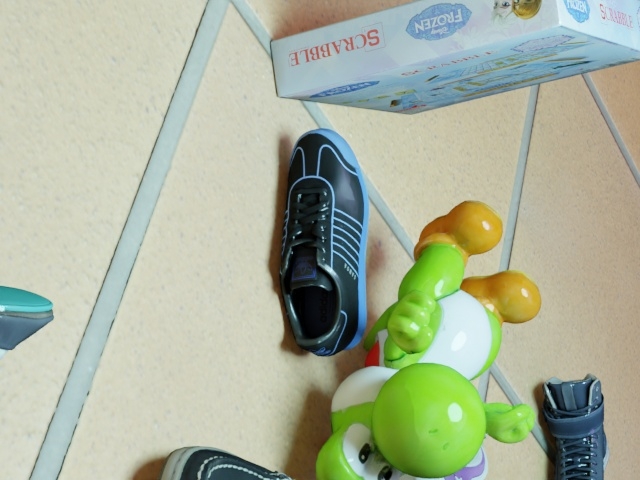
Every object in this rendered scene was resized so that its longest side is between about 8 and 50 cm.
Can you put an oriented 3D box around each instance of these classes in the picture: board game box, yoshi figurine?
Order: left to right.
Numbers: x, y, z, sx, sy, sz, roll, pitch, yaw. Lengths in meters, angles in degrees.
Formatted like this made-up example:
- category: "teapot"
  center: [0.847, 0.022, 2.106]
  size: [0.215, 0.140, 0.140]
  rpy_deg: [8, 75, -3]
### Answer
- category: "yoshi figurine"
  center: [0.128, 0.125, 1.466]
  size: [0.362, 0.203, 0.203]
  rpy_deg: [-56, 165, -41]
- category: "board game box"
  center: [0.163, -0.207, 1.571]
  size: [0.318, 0.318, 0.066]
  rpy_deg: [-2, 82, -61]

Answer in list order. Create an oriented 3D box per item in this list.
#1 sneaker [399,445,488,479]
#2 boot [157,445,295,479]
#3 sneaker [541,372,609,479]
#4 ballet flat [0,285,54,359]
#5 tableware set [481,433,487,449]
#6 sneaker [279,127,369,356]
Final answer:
- category: "sneaker"
  center: [0.109, 0.297, 1.556]
  size: [0.114, 0.152, 0.305]
  rpy_deg: [26, 33, -23]
- category: "boot"
  center: [0.057, 0.273, 1.270]
  size: [0.377, 0.284, 0.138]
  rpy_deg: [48, 43, -45]
- category: "sneaker"
  center: [0.338, 0.278, 1.950]
  size: [0.226, 0.086, 0.163]
  rpy_deg: [-70, 151, -56]
- category: "ballet flat"
  center: [-0.263, 0.060, 1.008]
  size: [0.203, 0.074, 0.074]
  rpy_deg: [17, 67, -64]
- category: "tableware set"
  center: [0.171, 0.305, 1.656]
  size: [0.141, 0.020, 0.169]
  rpy_deg: [106, -8, -57]
- category: "sneaker"
  center: [0.000, 0.000, 1.461]
  size: [0.090, 0.081, 0.232]
  rpy_deg: [0, 83, -68]
